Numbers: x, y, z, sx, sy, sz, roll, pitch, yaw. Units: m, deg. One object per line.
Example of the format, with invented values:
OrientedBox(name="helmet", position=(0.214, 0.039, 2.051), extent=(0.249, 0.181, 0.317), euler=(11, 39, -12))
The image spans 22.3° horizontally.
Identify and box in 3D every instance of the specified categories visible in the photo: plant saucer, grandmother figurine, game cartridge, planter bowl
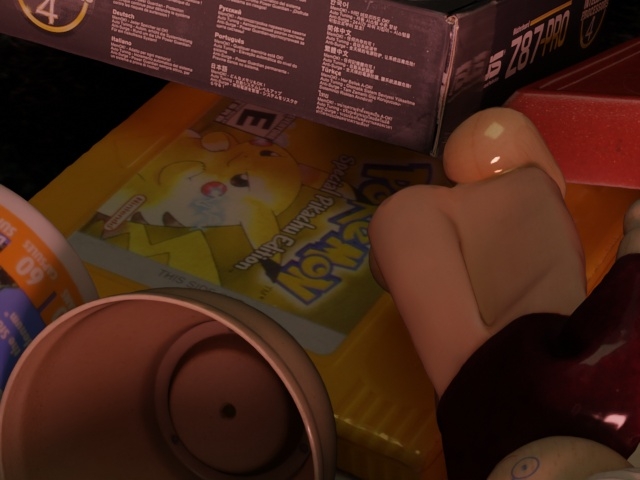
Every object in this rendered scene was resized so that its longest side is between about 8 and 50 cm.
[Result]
OrientedBox(name="plant saucer", position=(0.248, -0.080, 0.960), extent=(0.258, 0.047, 0.259), euler=(7, 19, 30))
OrientedBox(name="grandmother figurine", position=(0.084, 0.067, 0.713), extent=(0.104, 0.207, 0.342), euler=(22, 20, -14))
OrientedBox(name="game cartridge", position=(0.000, 0.000, 0.970), extent=(0.324, 0.052, 0.285), euler=(18, 43, 25))
OrientedBox(name="planter bowl", position=(-0.060, 0.095, 0.790), extent=(0.162, 0.162, 0.109), euler=(12, 13, 17))

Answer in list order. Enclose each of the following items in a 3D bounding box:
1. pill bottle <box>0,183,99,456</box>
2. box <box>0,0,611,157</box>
OrientedBox(name="pill bottle", position=(-0.235, 0.096, 0.777), extent=(0.152, 0.152, 0.272), euler=(15, 42, 20))
OrientedBox(name="box", position=(-0.035, -0.179, 1.093), extent=(0.395, 0.097, 0.318), euler=(18, 25, 22))
